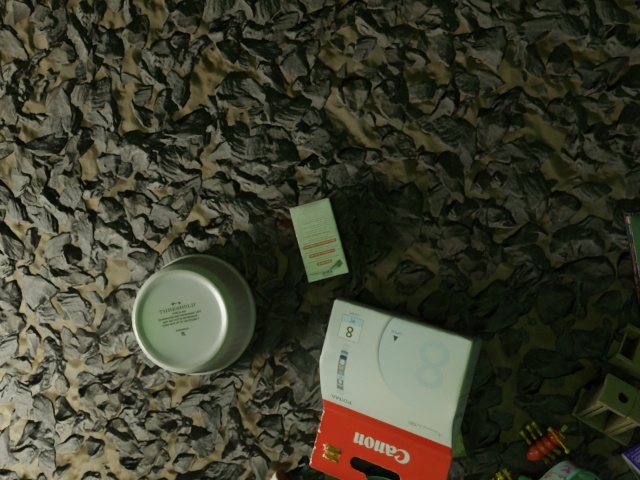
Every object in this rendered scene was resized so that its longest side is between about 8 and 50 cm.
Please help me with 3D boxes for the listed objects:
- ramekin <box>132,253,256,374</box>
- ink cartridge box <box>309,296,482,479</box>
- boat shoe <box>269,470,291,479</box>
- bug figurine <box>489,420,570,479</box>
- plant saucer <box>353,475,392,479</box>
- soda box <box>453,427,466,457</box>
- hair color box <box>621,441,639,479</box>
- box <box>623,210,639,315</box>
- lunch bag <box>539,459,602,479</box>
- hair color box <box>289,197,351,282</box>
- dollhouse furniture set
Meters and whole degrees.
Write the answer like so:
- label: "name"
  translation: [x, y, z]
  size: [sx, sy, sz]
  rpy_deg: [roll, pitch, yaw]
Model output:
- label: "ramekin"
  translation: [-0.283, 0.167, 1.555]
  size: [0.272, 0.127, 0.273]
  rpy_deg: [0, 90, 9]
- label: "ink cartridge box"
  translation: [0.133, 0.340, 1.465]
  size: [0.308, 0.091, 0.385]
  rpy_deg: [15, 91, 27]
- label: "boat shoe"
  translation: [-0.049, 0.634, 1.531]
  size: [0.096, 0.098, 0.277]
  rpy_deg: [-32, 86, 7]
- label: "bug figurine"
  translation: [0.491, 0.522, 1.460]
  size: [0.216, 0.072, 0.279]
  rpy_deg: [-44, 84, 6]
- label: "plant saucer"
  translation: [0.119, 0.599, 1.535]
  size: [0.194, 0.037, 0.195]
  rpy_deg: [0, 90, 8]
- label: "soda box"
  translation: [0.261, 0.362, 1.502]
  size: [0.058, 0.061, 0.181]
  rpy_deg: [-10, 88, 8]
- label: "hair color box"
  translation: [0.686, 0.482, 1.295]
  size: [0.110, 0.339, 0.185]
  rpy_deg: [-35, 85, 8]
- label: "box"
  translation: [0.718, 0.047, 1.441]
  size: [0.159, 0.044, 0.233]
  rpy_deg: [-8, 88, 9]
- label: "lunch bag"
  translation: [0.471, 0.578, 1.355]
  size: [0.279, 0.108, 0.224]
  rpy_deg: [-40, 86, -8]
- label: "hair color box"
  translation: [0.000, 0.000, 1.550]
  size: [0.093, 0.053, 0.167]
  rpy_deg: [-15, 86, 7]
- label: "dollhouse furniture set"
  translation: [0.619, 0.293, 1.435]
  size: [0.129, 0.129, 0.184]
  rpy_deg: [30, 64, 7]
